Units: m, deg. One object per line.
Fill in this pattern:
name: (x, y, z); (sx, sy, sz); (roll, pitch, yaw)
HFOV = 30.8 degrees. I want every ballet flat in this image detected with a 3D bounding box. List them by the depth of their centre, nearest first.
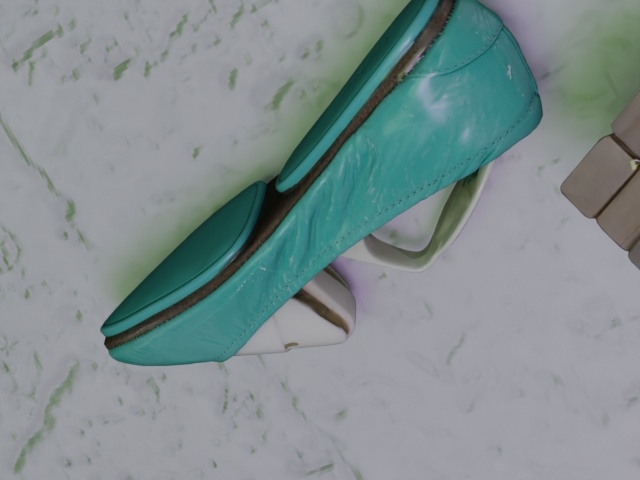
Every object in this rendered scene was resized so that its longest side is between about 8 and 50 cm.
ballet flat: (0.000, 0.000, 0.510); (0.087, 0.083, 0.247); (41, 120, -12)

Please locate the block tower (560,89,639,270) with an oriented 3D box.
block tower: (0.236, 0.062, 0.373); (0.335, 0.097, 0.091); (48, 128, 18)
